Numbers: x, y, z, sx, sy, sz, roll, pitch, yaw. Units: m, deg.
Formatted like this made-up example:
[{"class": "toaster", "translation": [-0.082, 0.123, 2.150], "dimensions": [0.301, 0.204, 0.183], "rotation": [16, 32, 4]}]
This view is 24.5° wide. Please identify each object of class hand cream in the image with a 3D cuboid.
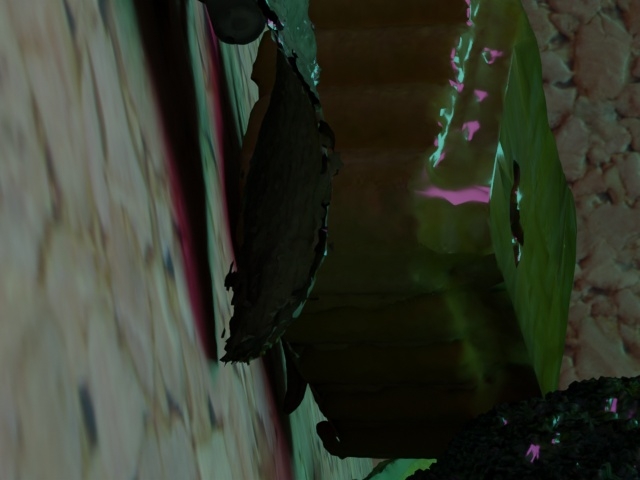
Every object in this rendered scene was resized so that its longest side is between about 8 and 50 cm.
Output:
[{"class": "hand cream", "translation": [-0.054, -0.173, 0.663], "dimensions": [0.052, 0.038, 0.216], "rotation": [115, -31, -47]}]

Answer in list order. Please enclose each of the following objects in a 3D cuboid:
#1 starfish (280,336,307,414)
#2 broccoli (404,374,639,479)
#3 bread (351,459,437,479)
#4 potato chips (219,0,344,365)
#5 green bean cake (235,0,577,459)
[{"class": "starfish", "translation": [-0.008, 0.000, 0.853], "dimensions": [0.238, 0.057, 0.213], "rotation": [-66, 147, -50]}, {"class": "broccoli", "translation": [0.135, 0.209, 0.672], "dimensions": [0.297, 0.297, 0.297], "rotation": [-159, -90, -88]}, {"class": "bread", "translation": [0.105, 0.264, 0.925], "dimensions": [0.301, 0.045, 0.301], "rotation": [35, 37, -32]}, {"class": "potato chips", "translation": [-0.024, -0.073, 0.536], "dimensions": [0.167, 0.059, 0.228], "rotation": [-41, 122, -84]}, {"class": "green bean cake", "translation": [0.057, -0.026, 0.768], "dimensions": [0.236, 0.124, 0.233], "rotation": [65, 31, -49]}]
